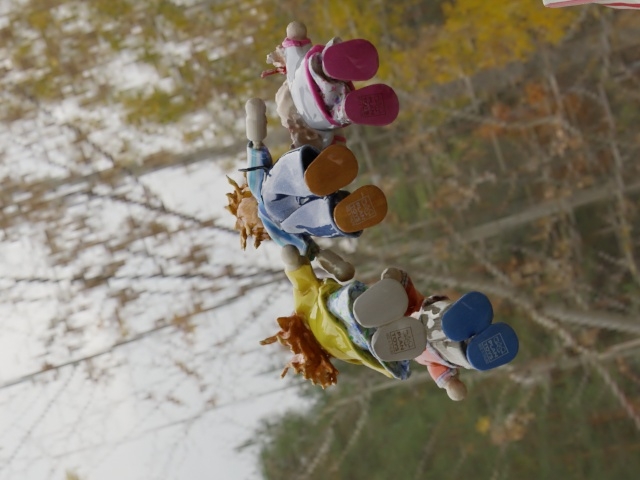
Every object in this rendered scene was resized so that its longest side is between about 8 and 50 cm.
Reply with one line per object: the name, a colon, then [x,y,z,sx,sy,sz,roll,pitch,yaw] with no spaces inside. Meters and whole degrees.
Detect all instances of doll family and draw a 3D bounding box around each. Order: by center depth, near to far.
doll family: [0.000,0.000,0.850,0.263,0.118,0.163,65,162,-5]

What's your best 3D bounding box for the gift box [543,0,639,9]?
gift box: [0.346,-0.341,1.203,0.276,0.255,0.258,-27,-69,-41]
